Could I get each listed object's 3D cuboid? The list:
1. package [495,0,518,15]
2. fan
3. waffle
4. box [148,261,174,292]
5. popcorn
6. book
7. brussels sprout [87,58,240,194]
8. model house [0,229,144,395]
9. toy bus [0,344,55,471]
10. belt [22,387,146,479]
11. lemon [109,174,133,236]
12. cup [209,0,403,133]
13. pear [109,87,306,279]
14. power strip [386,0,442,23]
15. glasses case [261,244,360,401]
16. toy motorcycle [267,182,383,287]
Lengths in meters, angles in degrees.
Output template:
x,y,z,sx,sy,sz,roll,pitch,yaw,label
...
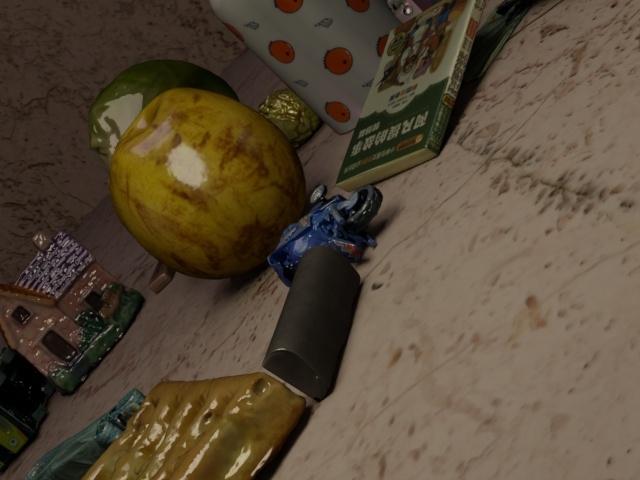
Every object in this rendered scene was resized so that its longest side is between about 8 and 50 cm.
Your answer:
x,y,z,sx,sy,sz,roll,pitch,yaw,label
0.321,-0.356,1.412,0.154,0.030,0.239,-49,18,-14,package
0.235,-0.282,1.526,0.131,0.009,0.240,-35,21,47,fan
-0.179,0.267,1.186,0.304,0.077,0.348,-54,16,-23,waffle
-0.288,0.053,2.094,0.048,0.025,0.115,-43,16,23,box
-0.056,-0.219,1.977,0.116,0.106,0.121,-58,15,2,popcorn
0.120,-0.200,1.478,0.202,0.027,0.264,-18,47,55,book
-0.306,-0.204,2.277,0.344,0.344,0.268,-55,-19,-22,brussels sprout
-0.490,0.119,2.084,0.237,0.237,0.202,-50,14,-6,model house
-0.591,0.312,2.097,0.150,0.128,0.262,-47,14,7,toy bus
-0.301,0.287,1.482,0.302,0.072,0.087,-38,14,40,belt
-0.220,-0.105,1.880,0.260,0.261,0.284,-59,-5,-34,lemon
-0.015,-0.348,1.779,0.212,0.317,0.212,-44,17,17,cup
-0.164,-0.079,1.613,0.281,0.281,0.280,-44,16,16,pear
0.161,-0.393,1.801,0.037,0.109,0.279,-39,18,27,power strip
-0.004,0.080,1.170,0.042,0.072,0.190,-44,15,32,glasses case
0.000,0.000,1.364,0.205,0.076,0.114,-24,37,52,toy motorcycle
